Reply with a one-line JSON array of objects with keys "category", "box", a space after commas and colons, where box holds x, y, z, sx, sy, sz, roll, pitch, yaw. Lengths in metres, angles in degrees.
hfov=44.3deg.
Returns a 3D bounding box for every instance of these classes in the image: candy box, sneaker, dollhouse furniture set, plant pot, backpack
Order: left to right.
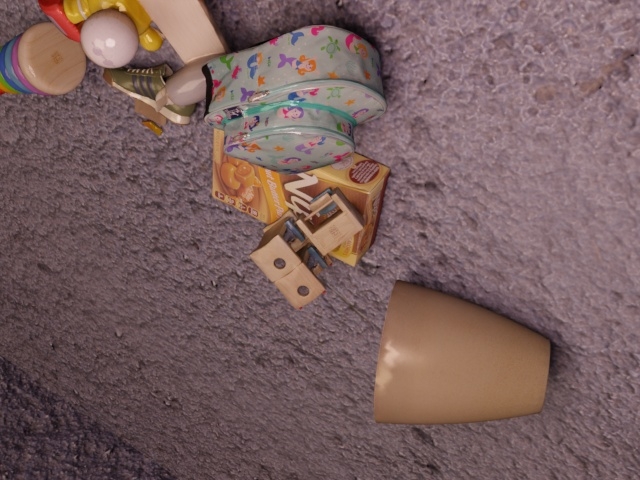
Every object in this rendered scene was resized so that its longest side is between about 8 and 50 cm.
[{"category": "sneaker", "box": [-0.311, -0.299, 1.474, 0.192, 0.064, 0.086, 32, 117, 5]}, {"category": "candy box", "box": [-0.044, -0.103, 1.415, 0.317, 0.087, 0.182, 27, 137, 17]}, {"category": "backpack", "box": [-0.030, -0.214, 1.193, 0.254, 0.225, 0.191, -19, 71, 31]}, {"category": "dollhouse furniture set", "box": [0.000, 0.000, 1.338, 0.184, 0.129, 0.129, -35, 104, 19]}, {"category": "plant pot", "box": [0.251, 0.214, 1.367, 0.274, 0.256, 0.256, 8, 131, 13]}]

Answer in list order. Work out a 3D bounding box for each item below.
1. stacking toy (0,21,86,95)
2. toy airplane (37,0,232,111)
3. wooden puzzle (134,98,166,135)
[{"category": "stacking toy", "box": [-0.630, -0.354, 1.629, 0.330, 0.141, 0.141, 0, 124, 42]}, {"category": "toy airplane", "box": [-0.260, -0.373, 1.207, 0.386, 0.272, 0.384, 26, 151, -8]}, {"category": "wooden puzzle", "box": [-0.336, -0.268, 1.559, 0.079, 0.014, 0.116, 30, 138, 7]}]
